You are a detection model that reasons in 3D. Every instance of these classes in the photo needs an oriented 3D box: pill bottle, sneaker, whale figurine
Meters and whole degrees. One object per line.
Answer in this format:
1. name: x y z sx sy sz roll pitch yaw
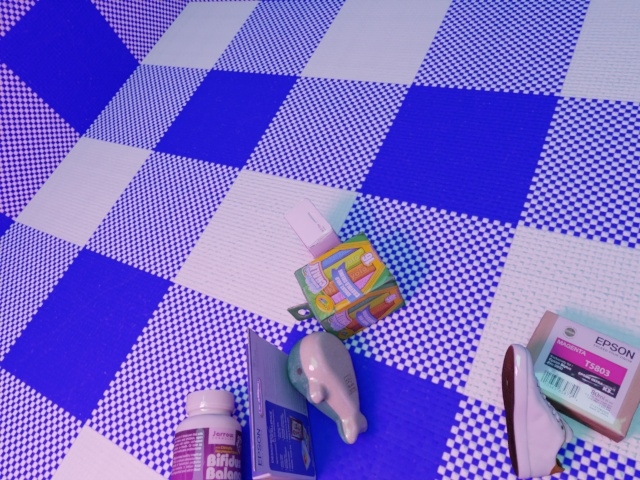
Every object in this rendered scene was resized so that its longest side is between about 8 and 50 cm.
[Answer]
1. pill bottle: -0.281 0.540 1.148 0.169 0.169 0.301 -14 57 13
2. sneaker: 0.458 0.354 0.973 0.123 0.106 0.290 -7 98 8
3. whale figurine: 0.013 0.366 1.141 0.141 0.216 0.272 -31 79 24

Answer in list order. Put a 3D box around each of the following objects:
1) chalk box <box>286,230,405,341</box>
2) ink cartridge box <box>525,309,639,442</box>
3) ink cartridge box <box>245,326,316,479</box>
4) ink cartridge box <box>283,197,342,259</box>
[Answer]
1. chalk box: 0.054 0.148 1.258 0.289 0.180 0.179 -32 54 2
2. ink cartridge box: 0.578 0.294 1.024 0.235 0.088 0.193 24 72 32
3. ink cartridge box: -0.113 0.398 1.085 0.072 0.307 0.303 -20 54 16
4. ink cartridge box: 0.000 0.000 1.343 0.092 0.218 0.158 -36 54 -3
